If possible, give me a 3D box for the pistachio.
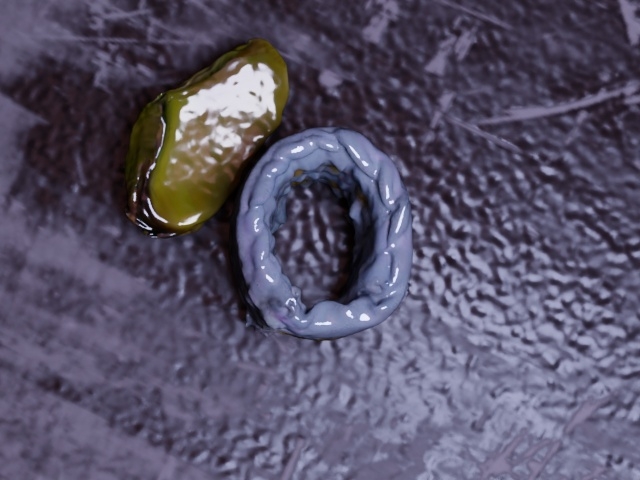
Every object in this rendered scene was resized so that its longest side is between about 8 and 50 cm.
[{"bbox_3d":[-0.094,-0.080,1.118,0.089,0.049,0.173,38,79,-16],"label":"pistachio"}]

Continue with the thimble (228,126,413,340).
[{"bbox_3d":[-0.002,-0.002,1.081,0.127,0.118,0.151,-5,84,-6],"label":"thimble"}]
